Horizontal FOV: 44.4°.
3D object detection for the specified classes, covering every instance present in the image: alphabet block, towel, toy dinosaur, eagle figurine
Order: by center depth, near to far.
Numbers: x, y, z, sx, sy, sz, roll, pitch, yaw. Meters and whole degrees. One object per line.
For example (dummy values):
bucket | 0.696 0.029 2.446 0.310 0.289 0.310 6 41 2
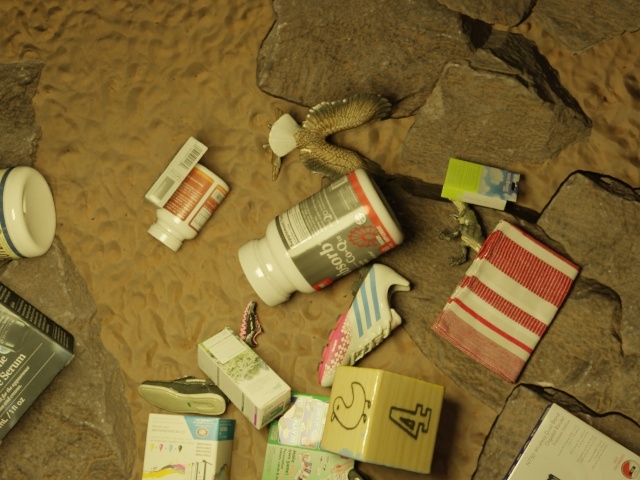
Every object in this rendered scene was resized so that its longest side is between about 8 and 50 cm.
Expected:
alphabet block | 0.139 0.399 1.759 0.193 0.192 0.197 19 75 -28
towel | 0.447 0.141 1.877 0.237 0.037 0.329 34 82 0
toy dinosaur | 0.357 -0.003 1.935 0.118 0.064 0.268 -24 78 -7
eagle figurine | 0.020 -0.257 1.974 0.298 0.226 0.225 8 57 14

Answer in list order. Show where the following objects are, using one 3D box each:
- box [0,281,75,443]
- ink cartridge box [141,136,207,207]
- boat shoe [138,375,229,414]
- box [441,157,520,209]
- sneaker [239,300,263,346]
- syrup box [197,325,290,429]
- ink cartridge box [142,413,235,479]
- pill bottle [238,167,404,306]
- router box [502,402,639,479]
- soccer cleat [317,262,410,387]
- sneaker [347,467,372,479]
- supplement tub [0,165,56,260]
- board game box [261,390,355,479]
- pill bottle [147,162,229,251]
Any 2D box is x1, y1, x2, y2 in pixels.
box | -0.829 0.246 1.846 0.395 0.212 0.293 41 83 -17
ink cartridge box | -0.375 -0.167 1.992 0.066 0.232 0.189 37 82 -9
boat shoe | -0.331 0.372 1.923 0.233 0.084 0.079 3 39 14
box | 0.398 -0.139 1.948 0.178 0.042 0.109 14 50 7
sneaker | -0.168 0.210 1.952 0.057 0.047 0.119 10 85 2
syrup box | -0.183 0.322 1.854 0.093 0.096 0.237 -30 57 -33
ink cartridge box | -0.307 0.526 1.821 0.171 0.168 0.232 2 77 6
pill bottle | 0.000 0.000 1.886 0.363 0.210 0.210 -31 74 9
router box | 0.561 0.587 1.749 0.301 0.082 0.335 31 82 13
soccer cleat | 0.108 0.213 1.878 0.143 0.116 0.331 23 79 12
sneaker | 0.105 0.641 1.779 0.132 0.086 0.228 -39 85 1
supplement tub | -0.872 -0.059 2.000 0.325 0.235 0.235 -6 75 5
board game box | -0.025 0.525 1.852 0.214 0.046 0.317 7 77 7
pill bottle | -0.340 -0.083 2.002 0.121 0.121 0.216 35 82 13
